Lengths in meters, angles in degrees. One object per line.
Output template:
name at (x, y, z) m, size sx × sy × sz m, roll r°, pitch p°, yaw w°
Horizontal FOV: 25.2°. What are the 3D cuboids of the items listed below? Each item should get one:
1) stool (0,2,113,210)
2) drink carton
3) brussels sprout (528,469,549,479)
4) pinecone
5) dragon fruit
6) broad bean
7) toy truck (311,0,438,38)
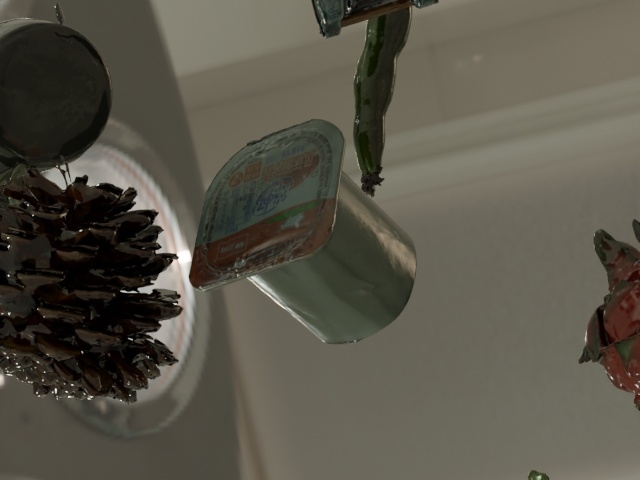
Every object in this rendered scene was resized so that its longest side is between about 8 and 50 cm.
stool at (-0.330, -0.141, 1.518) m, size 0.228 × 0.139 × 0.153 m, roll -53°, pitch -56°, yaw -14°
drink carton at (0.000, 0.000, 1.523) m, size 0.190 × 0.185 × 0.191 m, roll 38°, pitch -137°, yaw -35°
brussels sprout at (0.272, 0.415, 2.035) m, size 0.100 × 0.181 × 0.139 m, roll 54°, pitch 149°, yaw 3°
pinecone at (-0.216, 0.037, 1.243) m, size 0.221 × 0.222 × 0.221 m, roll -12°, pitch -90°, yaw -76°
dragon fruit at (0.410, 0.095, 1.667) m, size 0.274 × 0.193 × 0.192 m, roll -107°, pitch 26°, yaw -51°
broad bean at (0.069, -0.201, 1.686) m, size 0.060 × 0.043 × 0.297 m, roll 15°, pitch -97°, yaw -37°
toy truck at (0.042, -0.324, 1.438) m, size 0.305 × 0.136 × 0.162 m, roll 99°, pitch 153°, yaw -81°
